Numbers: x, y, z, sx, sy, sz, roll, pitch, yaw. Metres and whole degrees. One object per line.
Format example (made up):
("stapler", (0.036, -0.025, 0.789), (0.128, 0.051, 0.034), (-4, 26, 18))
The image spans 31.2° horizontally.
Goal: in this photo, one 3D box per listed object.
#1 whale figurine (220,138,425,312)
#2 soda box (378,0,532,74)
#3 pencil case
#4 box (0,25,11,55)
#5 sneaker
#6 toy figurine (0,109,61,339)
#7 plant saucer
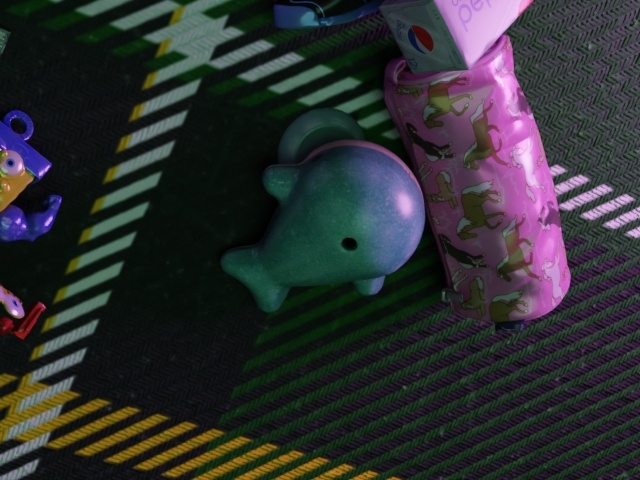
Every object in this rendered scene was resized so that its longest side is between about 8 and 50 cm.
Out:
("whale figurine", (0.000, 0.000, 1.409), (0.272, 0.141, 0.216), (-33, 111, 19))
("soda box", (0.198, -0.315, 1.337), (0.286, 0.091, 0.098), (-47, 121, -28))
("pencil case", (0.201, -0.076, 1.461), (0.167, 0.160, 0.386), (-42, 124, -40))
("box", (-0.399, -0.222, 1.281), (0.083, 0.018, 0.067), (22, 102, -24))
("sneaker", (0.046, -0.315, 1.363), (0.232, 0.081, 0.090), (-18, 112, -18))
("toy figurine", (-0.424, -0.078, 1.293), (0.362, 0.191, 0.217), (42, 63, -20))
("plant saucer", (0.005, -0.108, 1.457), (0.119, 0.021, 0.119), (-7, 112, -16))
